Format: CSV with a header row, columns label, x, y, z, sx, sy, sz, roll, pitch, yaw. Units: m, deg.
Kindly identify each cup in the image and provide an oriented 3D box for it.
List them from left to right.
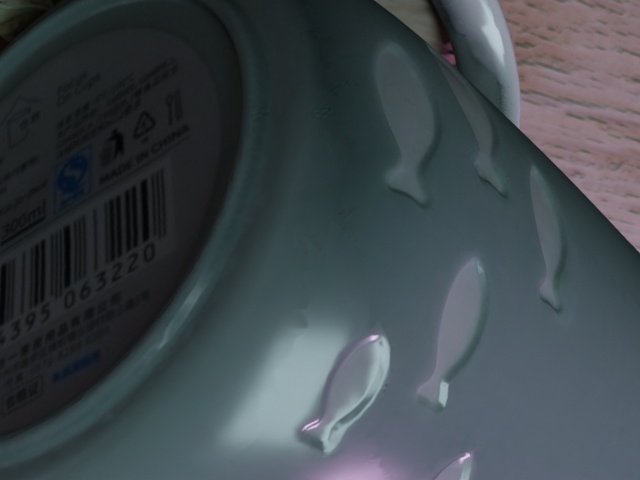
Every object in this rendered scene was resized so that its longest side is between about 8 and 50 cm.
label,x,y,z,sx,sy,sz,roll,pitch,yaw
cup,0.000,0.000,0.512,0.274,0.259,0.357,36,59,-45

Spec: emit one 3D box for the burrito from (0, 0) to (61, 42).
label,x,y,z,sx,sy,sz,roll,pitch,yaw
burrito,-0.036,-0.185,0.496,0.275,0.059,0.082,-38,141,-9
